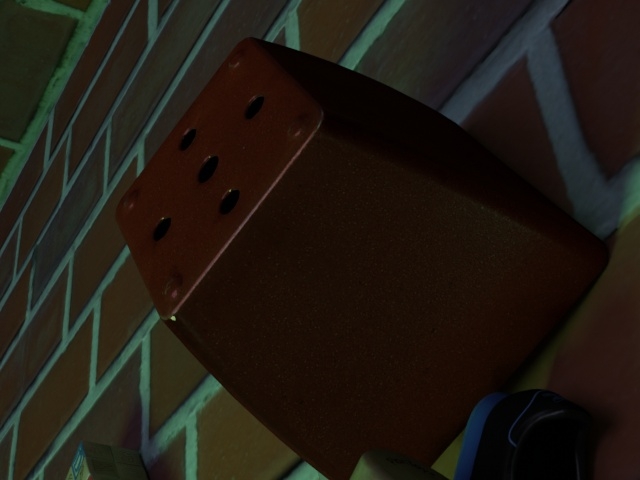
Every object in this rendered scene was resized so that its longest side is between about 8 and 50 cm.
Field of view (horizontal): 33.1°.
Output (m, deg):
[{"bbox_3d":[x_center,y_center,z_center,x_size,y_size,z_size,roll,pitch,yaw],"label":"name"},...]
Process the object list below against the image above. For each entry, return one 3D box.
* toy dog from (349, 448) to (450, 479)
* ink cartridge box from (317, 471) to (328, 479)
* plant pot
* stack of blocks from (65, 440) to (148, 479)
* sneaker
[{"bbox_3d":[0.072,0.247,0.603,0.334,0.161,0.220,6,85,44],"label":"toy dog"},{"bbox_3d":[0.059,0.068,0.963,0.239,0.060,0.275,-58,29,31],"label":"ink cartridge box"},{"bbox_3d":[0.000,0.000,0.831,0.267,0.236,0.267,-52,35,10],"label":"plant pot"},{"bbox_3d":[-0.275,0.412,1.383,0.171,0.087,0.297,-67,27,13],"label":"stack of blocks"},{"bbox_3d":[0.126,0.213,0.717,0.090,0.081,0.232,-17,60,66],"label":"sneaker"}]
